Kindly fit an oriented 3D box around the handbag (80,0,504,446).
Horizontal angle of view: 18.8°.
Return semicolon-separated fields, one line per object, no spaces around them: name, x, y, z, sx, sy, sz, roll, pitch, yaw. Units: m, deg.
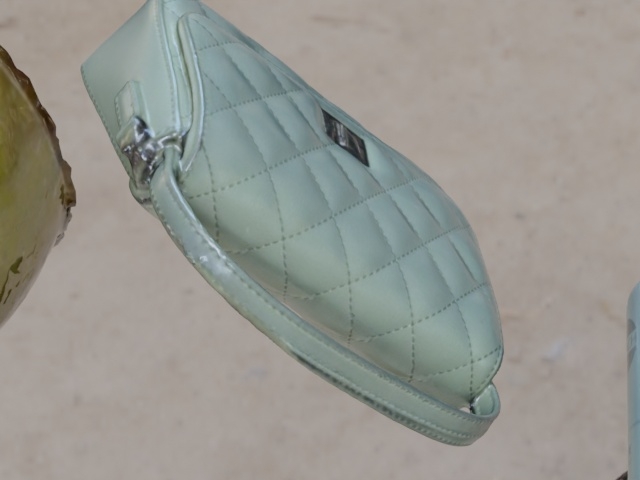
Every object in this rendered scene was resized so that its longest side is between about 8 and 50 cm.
handbag;0.000;0.000;0.937;0.256;0.079;0.219;35;20;-36

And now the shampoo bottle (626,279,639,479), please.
shampoo bottle;0.187;0.058;1.011;0.056;0.056;0.195;5;56;0

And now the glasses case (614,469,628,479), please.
glasses case;0.268;0.371;2.028;0.082;0.321;0.122;37;2;27

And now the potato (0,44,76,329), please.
potato;-0.417;-0.034;1.254;0.442;0.385;0.319;19;50;15
